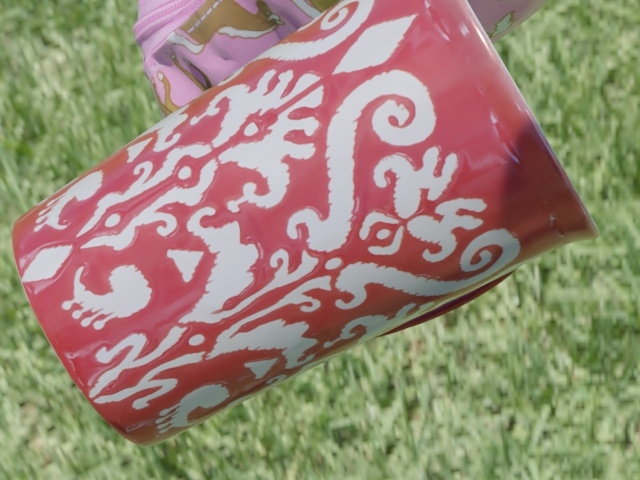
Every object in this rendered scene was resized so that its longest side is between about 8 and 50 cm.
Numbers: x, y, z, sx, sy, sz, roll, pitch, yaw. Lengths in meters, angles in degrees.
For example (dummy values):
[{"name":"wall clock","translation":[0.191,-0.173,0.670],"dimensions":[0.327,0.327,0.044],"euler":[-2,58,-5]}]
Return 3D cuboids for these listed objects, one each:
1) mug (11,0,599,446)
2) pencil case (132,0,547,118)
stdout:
[{"name":"mug","translation":[0.001,0.003,0.633],"dimensions":[0.169,0.150,0.113],"euler":[-30,31,7]},{"name":"pencil case","translation":[0.035,-0.156,0.903],"dimensions":[0.167,0.386,0.160],"euler":[39,62,-6]}]
